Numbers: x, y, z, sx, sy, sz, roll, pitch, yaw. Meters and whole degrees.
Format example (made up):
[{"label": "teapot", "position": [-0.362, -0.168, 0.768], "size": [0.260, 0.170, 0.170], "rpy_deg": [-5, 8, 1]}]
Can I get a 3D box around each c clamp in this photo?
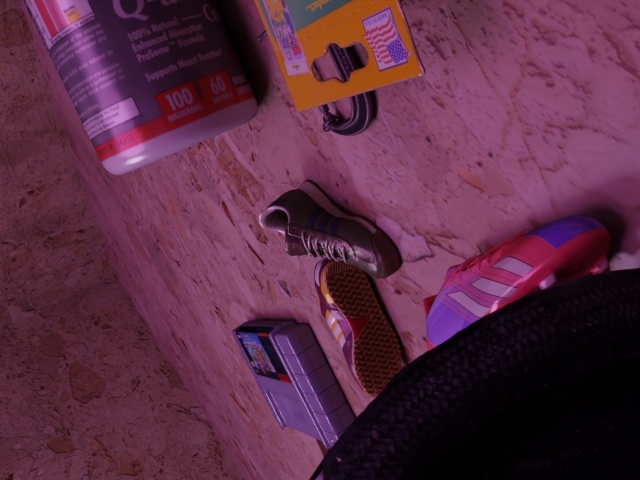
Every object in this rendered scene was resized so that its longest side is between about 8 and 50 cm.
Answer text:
[{"label": "c clamp", "position": [-0.002, -0.174, 0.678], "size": [0.161, 0.022, 0.137], "rpy_deg": [63, 152, 2]}]

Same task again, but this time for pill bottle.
[{"label": "pill bottle", "position": [-0.237, -0.281, 0.802], "size": [0.210, 0.210, 0.363], "rpy_deg": [3, 119, 64]}]

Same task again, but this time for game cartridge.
[{"label": "game cartridge", "position": [-0.061, 0.257, 1.240], "size": [0.230, 0.068, 0.355], "rpy_deg": [60, 158, -6]}]

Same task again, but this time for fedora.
[{"label": "fedora", "position": [0.124, 0.150, 0.422], "size": [0.152, 0.333, 0.334], "rpy_deg": [-129, 19, -69]}]

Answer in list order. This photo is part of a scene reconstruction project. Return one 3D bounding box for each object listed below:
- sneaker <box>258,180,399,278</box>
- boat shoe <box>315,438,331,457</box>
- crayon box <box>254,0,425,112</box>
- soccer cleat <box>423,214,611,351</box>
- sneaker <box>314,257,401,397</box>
[{"label": "sneaker", "position": [0.000, 0.000, 0.777], "size": [0.192, 0.086, 0.064], "rpy_deg": [40, 149, 42]}, {"label": "boat shoe", "position": [0.038, 0.435, 1.222], "size": [0.178, 0.060, 0.064], "rpy_deg": [60, 157, 5]}, {"label": "crayon box", "position": [-0.005, -0.271, 0.488], "size": [0.203, 0.083, 0.323], "rpy_deg": [7, 121, 63]}, {"label": "soccer cleat", "position": [0.141, 0.039, 0.543], "size": [0.248, 0.083, 0.095], "rpy_deg": [107, 145, -58]}, {"label": "sneaker", "position": [0.045, 0.106, 0.843], "size": [0.084, 0.069, 0.186], "rpy_deg": [-173, 63, -73]}]
